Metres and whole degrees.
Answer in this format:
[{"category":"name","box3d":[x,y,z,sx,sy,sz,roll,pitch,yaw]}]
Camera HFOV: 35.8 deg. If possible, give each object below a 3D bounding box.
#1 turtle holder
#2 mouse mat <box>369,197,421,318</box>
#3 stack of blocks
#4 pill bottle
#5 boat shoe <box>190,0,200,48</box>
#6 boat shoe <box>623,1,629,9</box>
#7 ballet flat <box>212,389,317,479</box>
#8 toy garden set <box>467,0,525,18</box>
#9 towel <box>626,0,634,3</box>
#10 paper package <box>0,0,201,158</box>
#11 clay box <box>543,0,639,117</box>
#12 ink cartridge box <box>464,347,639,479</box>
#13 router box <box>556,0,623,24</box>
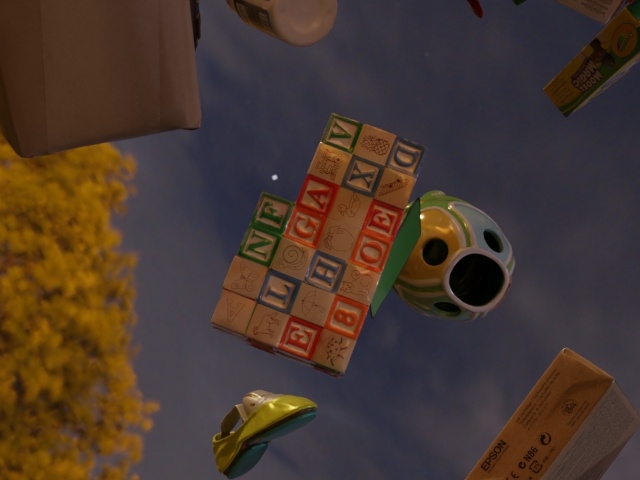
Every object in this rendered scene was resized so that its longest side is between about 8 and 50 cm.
[{"category":"turtle holder","box3d":[0.241,0.019,1.930,0.320,0.243,0.227,58,-5,-22]},{"category":"mouse mat","box3d":[0.127,0.032,1.697,0.007,0.189,0.152,26,-22,18]},{"category":"stack of blocks","box3d":[0.000,0.000,1.222,0.171,0.297,0.087,21,-12,3]},{"category":"pill bottle","box3d":[-0.047,-0.258,1.056,0.137,0.078,0.078,39,-36,52]},{"category":"boat shoe","box3d":[-0.171,-0.265,1.181,0.073,0.073,0.207,35,-24,7]},{"category":"boat shoe","box3d":[0.508,-0.354,1.426,0.142,0.040,0.049,-8,-39,28]},{"category":"ballet flat","box3d":[-0.086,0.245,1.320,0.231,0.077,0.077,-48,-120,45]},{"category":"toy garden set","box3d":[0.200,-0.421,1.329,0.204,0.049,0.244,-31,-74,36]},{"category":"towel","box3d":[0.392,-0.412,1.150,0.237,0.329,0.037,-47,-151,23]},{"category":"paper package","box3d":[-0.238,-0.270,0.852,0.309,0.168,0.324,40,-41,52]},{"category":"clay box","box3d":[0.367,-0.238,1.160,0.053,0.127,0.222,53,-24,6]},{"category":"ink cartridge box","box3d":[0.320,0.286,1.349,0.088,0.234,0.193,35,-6,37]},{"category":"router box","box3d":[0.339,-0.515,1.549,0.336,0.301,0.082,25,-41,1]}]
